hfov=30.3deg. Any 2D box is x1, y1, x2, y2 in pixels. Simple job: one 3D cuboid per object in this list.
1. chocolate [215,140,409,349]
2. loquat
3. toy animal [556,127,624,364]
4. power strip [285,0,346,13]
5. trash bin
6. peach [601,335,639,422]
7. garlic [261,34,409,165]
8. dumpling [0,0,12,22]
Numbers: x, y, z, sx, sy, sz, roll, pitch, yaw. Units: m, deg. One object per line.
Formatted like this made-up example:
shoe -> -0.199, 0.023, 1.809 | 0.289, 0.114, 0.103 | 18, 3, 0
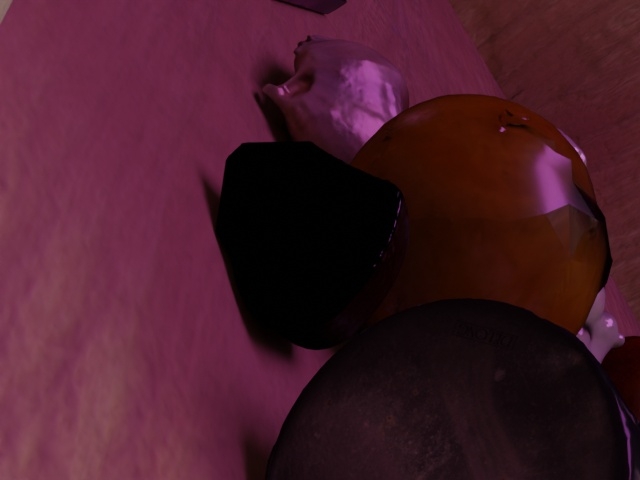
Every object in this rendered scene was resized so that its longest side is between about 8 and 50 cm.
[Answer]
chocolate -> 0.000, 0.000, 0.817 | 0.080, 0.125, 0.148 | 67, -1, -60
loquat -> 0.117, 0.003, 0.952 | 0.235, 0.235, 0.235 | 54, 17, -25
toy animal -> 0.187, 0.055, 1.190 | 0.271, 0.206, 0.265 | 80, 3, -64
power strip -> -0.033, -0.329, 1.391 | 0.109, 0.037, 0.279 | 62, 15, 1
trash bin -> 0.125, 0.192, 0.707 | 0.301, 0.203, 0.252 | 46, 62, -48
peach -> 0.354, 0.243, 1.196 | 0.308, 0.308, 0.332 | 42, 15, -50
garlic -> 0.040, -0.106, 1.120 | 0.217, 0.110, 0.228 | 69, 17, 12
dumpling -> -0.175, -0.132, 0.475 | 0.216, 0.126, 0.166 | 58, 0, 0
